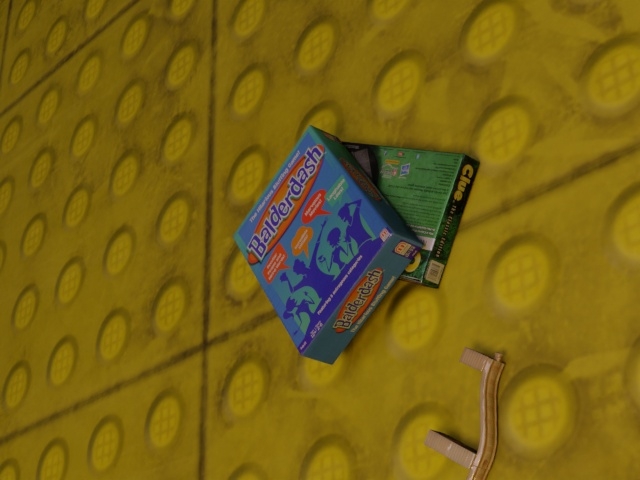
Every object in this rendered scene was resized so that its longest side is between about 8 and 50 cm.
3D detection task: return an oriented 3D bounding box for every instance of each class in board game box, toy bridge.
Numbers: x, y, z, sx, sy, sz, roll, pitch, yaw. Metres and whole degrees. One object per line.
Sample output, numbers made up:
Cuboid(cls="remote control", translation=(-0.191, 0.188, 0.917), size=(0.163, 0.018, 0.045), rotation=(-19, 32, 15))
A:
Cuboid(cls="board game box", translation=(0.000, 0.000, 1.127), size=(0.160, 0.047, 0.210), rotation=(-55, 39, 18))
Cuboid(cls="toy bridge", translation=(0.122, 0.186, 0.953), size=(0.063, 0.026, 0.188), rotation=(22, 89, 49))
Cuboid(cls="board game box", translation=(0.048, -0.036, 1.149), size=(0.260, 0.030, 0.136), rotation=(14, 80, 51))
